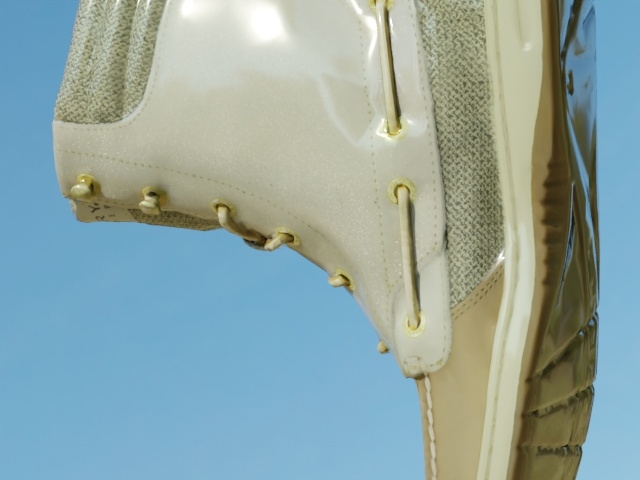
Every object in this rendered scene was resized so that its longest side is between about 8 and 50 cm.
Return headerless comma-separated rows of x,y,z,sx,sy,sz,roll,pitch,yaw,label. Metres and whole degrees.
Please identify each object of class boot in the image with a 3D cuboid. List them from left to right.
0.000,0.000,0.604,0.165,0.213,0.077,2,4,21,boot
